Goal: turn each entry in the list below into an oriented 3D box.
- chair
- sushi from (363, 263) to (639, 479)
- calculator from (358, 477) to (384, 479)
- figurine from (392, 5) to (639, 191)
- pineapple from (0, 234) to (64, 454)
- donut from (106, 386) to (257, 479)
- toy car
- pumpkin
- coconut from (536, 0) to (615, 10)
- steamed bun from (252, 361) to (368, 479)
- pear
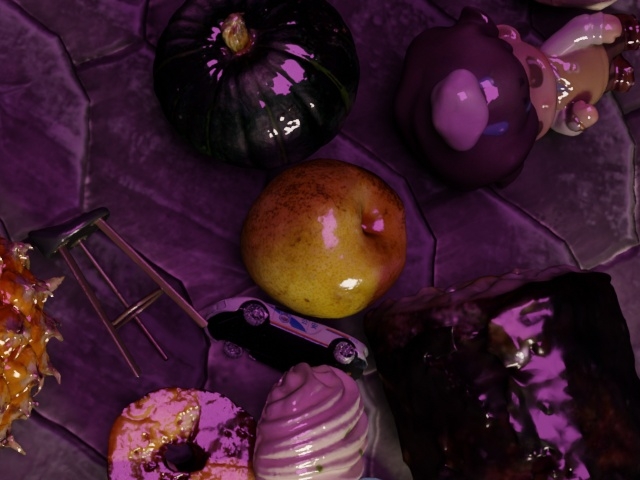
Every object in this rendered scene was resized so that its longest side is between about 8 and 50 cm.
[{"bbox_3d":[-0.236,0.046,1.382,0.095,0.104,0.221,-42,87,9],"label":"chair"},{"bbox_3d":[0.225,0.182,1.370,0.281,0.299,0.294,-10,84,-26],"label":"sushi"},{"bbox_3d":[-0.005,0.451,1.393,0.386,0.054,0.256,-32,88,-19],"label":"calculator"},{"bbox_3d":[0.267,-0.181,1.513,0.365,0.218,0.206,-11,52,-19],"label":"figurine"},{"bbox_3d":[-0.386,0.153,1.233,0.209,0.286,0.344,43,74,-3],"label":"pineapple"},{"bbox_3d":[-0.158,0.254,1.381,0.184,0.073,0.166,-3,81,-14],"label":"donut"},{"bbox_3d":[-0.041,0.121,1.428,0.205,0.095,0.056,24,50,-7],"label":"toy car"},{"bbox_3d":[-0.079,-0.209,1.420,0.250,0.216,0.250,-5,69,13],"label":"pumpkin"},{"bbox_3d":[0.357,-0.444,1.565,0.247,0.245,0.245,-38,90,-19],"label":"coconut"},{"bbox_3d":[-0.003,0.230,1.363,0.106,0.183,0.183,10,75,18],"label":"steamed bun"},{"bbox_3d":[0.000,0.000,1.417,0.197,0.197,0.197,3,79,-14],"label":"pear"}]
